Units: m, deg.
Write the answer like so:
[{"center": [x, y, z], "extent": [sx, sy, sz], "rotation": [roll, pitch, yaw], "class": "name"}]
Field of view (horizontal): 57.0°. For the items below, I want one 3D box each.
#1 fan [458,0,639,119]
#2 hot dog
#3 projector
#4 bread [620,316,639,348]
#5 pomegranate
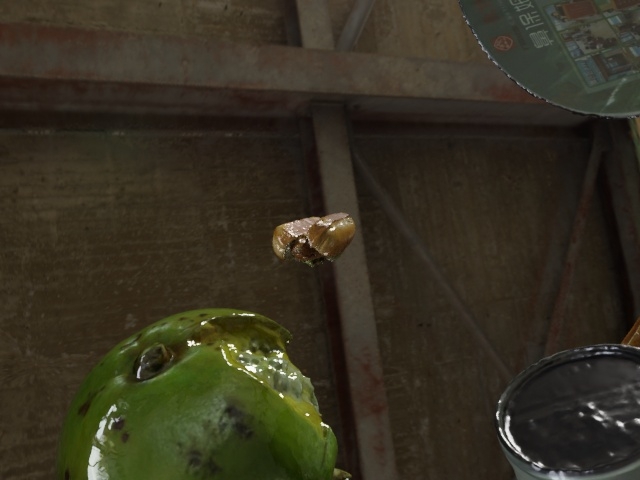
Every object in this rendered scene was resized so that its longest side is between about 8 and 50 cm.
[{"center": [0.235, -0.171, 0.404], "extent": [0.294, 0.012, 0.223], "rotation": [10, -115, 14], "class": "fan"}, {"center": [0.000, 0.000, 1.212], "extent": [0.135, 0.337, 0.100], "rotation": [-10, -87, 11], "class": "hot dog"}, {"center": [0.225, 0.227, 0.378], "extent": [0.108, 0.108, 0.337], "rotation": [-39, -71, -27], "class": "projector"}, {"center": [0.554, 0.171, 1.018], "extent": [0.047, 0.036, 0.083], "rotation": [34, -101, 30], "class": "bread"}, {"center": [-0.084, 0.199, 0.530], "extent": [0.236, 0.236, 0.302], "rotation": [-55, -47, -24], "class": "pomegranate"}]
